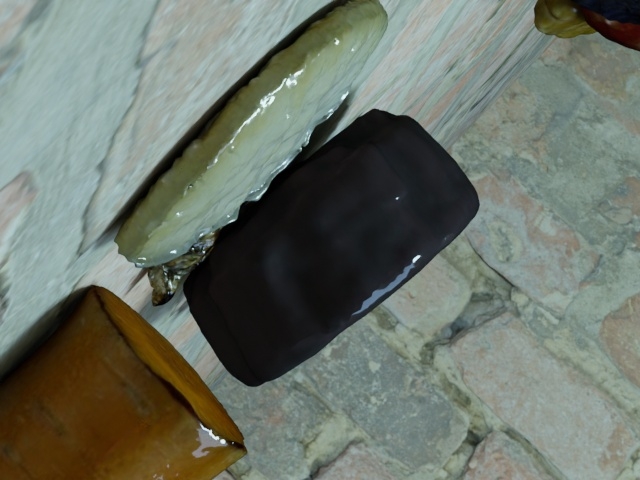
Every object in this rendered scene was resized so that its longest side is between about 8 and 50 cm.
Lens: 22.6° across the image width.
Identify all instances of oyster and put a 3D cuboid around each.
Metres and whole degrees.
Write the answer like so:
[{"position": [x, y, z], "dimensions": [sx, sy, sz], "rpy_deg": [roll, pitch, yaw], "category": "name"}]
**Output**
[{"position": [-0.091, -0.005, 1.228], "dimensions": [0.086, 0.029, 0.132], "rpy_deg": [-44, 173, -41], "category": "oyster"}]

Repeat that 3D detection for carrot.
[{"position": [-0.174, 0.160, 1.093], "dimensions": [0.225, 0.159, 0.159], "rpy_deg": [-45, 176, -5], "category": "carrot"}]

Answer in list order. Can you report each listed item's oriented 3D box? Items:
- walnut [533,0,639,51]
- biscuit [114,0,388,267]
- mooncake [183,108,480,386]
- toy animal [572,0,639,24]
[{"position": [0.334, -0.297, 1.713], "dimensions": [0.244, 0.221, 0.269], "rpy_deg": [-24, 176, 37], "category": "walnut"}, {"position": [-0.040, -0.070, 1.064], "dimensions": [0.265, 0.040, 0.188], "rpy_deg": [-45, 173, -23], "category": "biscuit"}, {"position": [0.000, 0.000, 1.441], "dimensions": [0.283, 0.141, 0.283], "rpy_deg": [-39, -178, 1], "category": "mooncake"}, {"position": [0.218, -0.235, 1.150], "dimensions": [0.122, 0.185, 0.298], "rpy_deg": [-50, -164, -25], "category": "toy animal"}]
